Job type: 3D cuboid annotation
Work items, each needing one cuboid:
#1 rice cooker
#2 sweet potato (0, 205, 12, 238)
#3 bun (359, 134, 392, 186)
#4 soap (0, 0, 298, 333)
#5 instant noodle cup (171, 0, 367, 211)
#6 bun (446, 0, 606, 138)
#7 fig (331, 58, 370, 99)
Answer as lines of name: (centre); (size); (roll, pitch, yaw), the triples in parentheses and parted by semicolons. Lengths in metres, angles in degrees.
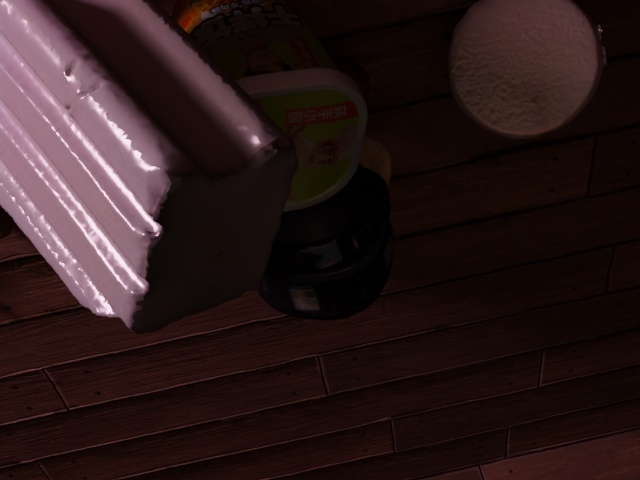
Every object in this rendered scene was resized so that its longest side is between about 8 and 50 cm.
rice cooker: (0.000, 0.000, 1.669); (0.267, 0.267, 0.224); (-17, 136, 4)
sweet potato: (-0.596, -0.123, 1.719); (0.109, 0.109, 0.385); (-13, 141, -1)
bun: (0.018, -0.120, 1.822); (0.220, 0.134, 0.220); (1, 171, 0)
soap: (-0.258, -0.110, 1.326); (0.213, 0.435, 0.350); (-19, 142, -36)
instant noodle cup: (-0.104, -0.237, 1.545); (0.294, 0.308, 0.294); (-14, 143, -11)
bun: (0.341, -0.311, 1.729); (0.263, 0.175, 0.263); (0, 104, 1)
fig: (0.019, -0.261, 1.733); (0.128, 0.150, 0.128); (-27, 142, -23)
